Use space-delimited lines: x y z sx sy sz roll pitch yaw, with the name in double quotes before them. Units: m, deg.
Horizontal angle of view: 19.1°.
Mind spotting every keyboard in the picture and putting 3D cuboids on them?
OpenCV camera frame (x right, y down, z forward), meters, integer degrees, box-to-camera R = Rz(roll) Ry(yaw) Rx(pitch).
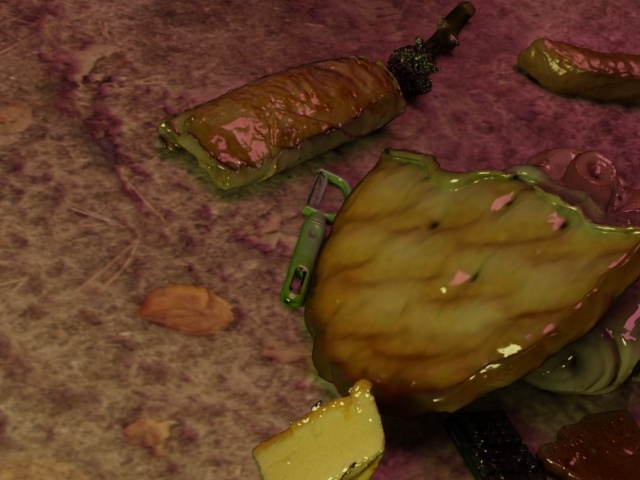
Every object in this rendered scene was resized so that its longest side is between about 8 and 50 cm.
"keyboard" 0.187 0.235 1.674 0.072 0.023 0.231 -4 45 -29

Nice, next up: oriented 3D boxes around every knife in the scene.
"knife" 0.000 0.001 1.874 0.054 0.015 0.212 25 38 -5

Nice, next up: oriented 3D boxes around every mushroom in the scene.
"mushroom" 0.261 -0.036 1.947 0.148 0.112 0.148 10 48 -12

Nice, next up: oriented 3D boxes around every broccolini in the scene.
"broccolini" 0.129 -0.231 2.160 0.058 0.067 0.216 56 37 -17

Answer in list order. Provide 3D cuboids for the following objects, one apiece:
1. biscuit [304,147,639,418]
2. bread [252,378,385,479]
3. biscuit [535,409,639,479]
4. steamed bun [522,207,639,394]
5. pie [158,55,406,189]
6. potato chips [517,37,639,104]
"biscuit" 0.132 0.016 1.753 0.329 0.078 0.335 -27 43 5
"bread" 0.003 0.175 1.603 0.080 0.109 0.084 4 46 -24
"biscuit" 0.263 0.200 1.747 0.119 0.019 0.130 27 40 9
"steamed bun" 0.259 0.068 1.806 0.211 0.144 0.218 16 51 35
"pie" -0.035 -0.128 1.968 0.282 0.068 0.128 -25 56 -36
"potato chips" 0.429 -0.192 2.239 0.407 0.057 0.080 1 46 -22
